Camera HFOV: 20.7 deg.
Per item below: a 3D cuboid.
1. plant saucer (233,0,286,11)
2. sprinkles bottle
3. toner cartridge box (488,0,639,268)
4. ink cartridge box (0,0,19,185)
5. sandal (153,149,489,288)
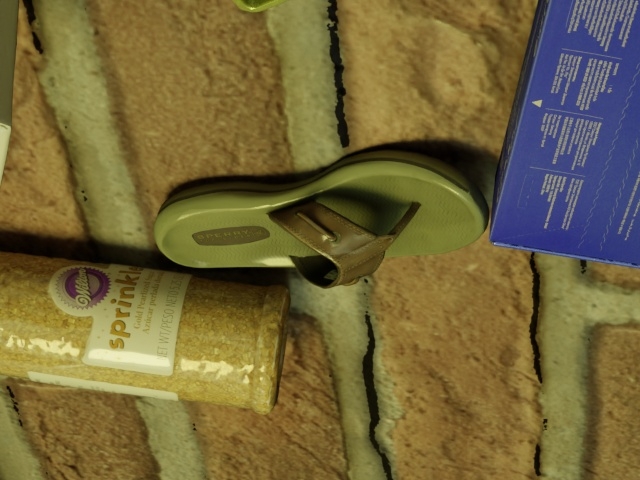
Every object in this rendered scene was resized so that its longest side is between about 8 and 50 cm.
[{"bbox_3d":[-0.026,-0.258,1.187,0.188,0.045,0.188,-18,134,31],"label":"plant saucer"},{"bbox_3d":[-0.209,0.076,1.588,0.355,0.121,0.121,8,142,2],"label":"sprinkles bottle"},{"bbox_3d":[0.232,-0.116,1.286,0.165,0.075,0.348,8,142,0],"label":"toner cartridge box"},{"bbox_3d":[-0.273,-0.133,1.174,0.129,0.307,0.223,7,143,-14],"label":"ink cartridge box"},{"bbox_3d":[-0.001,0.001,1.473,0.302,0.086,0.120,-9,138,22],"label":"sandal"}]
